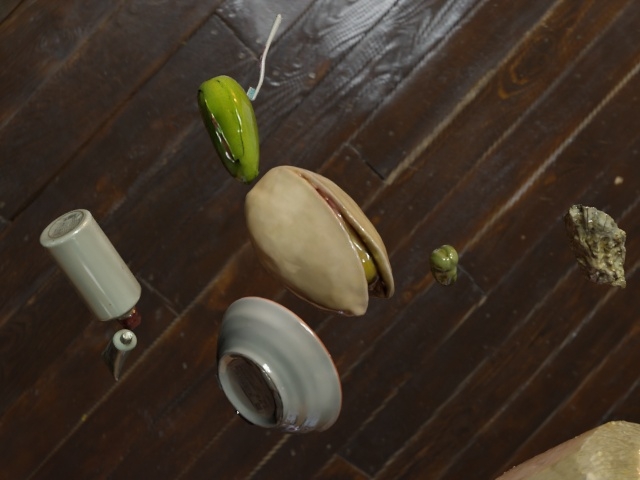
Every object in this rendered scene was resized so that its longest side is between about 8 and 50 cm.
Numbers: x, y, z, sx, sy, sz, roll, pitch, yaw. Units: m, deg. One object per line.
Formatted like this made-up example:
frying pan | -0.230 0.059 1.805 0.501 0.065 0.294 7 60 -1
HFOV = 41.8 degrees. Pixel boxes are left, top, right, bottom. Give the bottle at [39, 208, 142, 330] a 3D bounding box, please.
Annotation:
bottle | -0.400 0.066 1.521 0.104 0.104 0.245 -31 121 -6

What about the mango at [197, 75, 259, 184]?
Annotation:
mango | -0.122 -0.158 1.187 0.074 0.091 0.165 -22 80 -7

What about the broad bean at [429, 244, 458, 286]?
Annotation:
broad bean | 0.205 0.042 1.398 0.045 0.063 0.083 -30 149 -15

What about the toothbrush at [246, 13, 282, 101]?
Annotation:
toothbrush | -0.103 -0.345 1.580 0.022 0.017 0.204 27 64 -22

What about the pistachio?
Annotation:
pistachio | 0.000 0.000 1.434 0.193 0.318 0.214 -29 144 -32

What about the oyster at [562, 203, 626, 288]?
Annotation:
oyster | 0.584 0.016 1.802 0.072 0.133 0.209 -57 141 -38

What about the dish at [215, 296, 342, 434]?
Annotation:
dish | -0.092 0.225 1.359 0.085 0.260 0.260 -35 119 -43

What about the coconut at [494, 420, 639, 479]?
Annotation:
coconut | 0.274 0.316 0.831 0.239 0.239 0.244 31 129 -23

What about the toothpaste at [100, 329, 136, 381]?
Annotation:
toothpaste | -0.371 0.206 1.531 0.041 0.218 0.064 -28 80 -31
